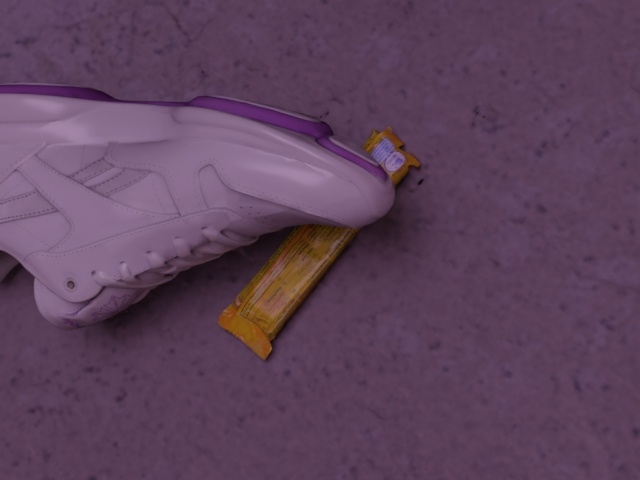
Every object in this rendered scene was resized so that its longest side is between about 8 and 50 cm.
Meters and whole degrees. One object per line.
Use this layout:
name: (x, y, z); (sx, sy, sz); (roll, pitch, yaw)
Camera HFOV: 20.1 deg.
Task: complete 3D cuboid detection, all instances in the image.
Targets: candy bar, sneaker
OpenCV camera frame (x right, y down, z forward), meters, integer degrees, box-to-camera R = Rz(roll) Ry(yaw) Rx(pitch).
candy bar: (0.000, 0.000, 1.101); (0.040, 0.018, 0.161); (40, 92, 18)
sneaker: (-0.093, -0.014, 1.095); (0.305, 0.114, 0.152); (6, 87, 30)
